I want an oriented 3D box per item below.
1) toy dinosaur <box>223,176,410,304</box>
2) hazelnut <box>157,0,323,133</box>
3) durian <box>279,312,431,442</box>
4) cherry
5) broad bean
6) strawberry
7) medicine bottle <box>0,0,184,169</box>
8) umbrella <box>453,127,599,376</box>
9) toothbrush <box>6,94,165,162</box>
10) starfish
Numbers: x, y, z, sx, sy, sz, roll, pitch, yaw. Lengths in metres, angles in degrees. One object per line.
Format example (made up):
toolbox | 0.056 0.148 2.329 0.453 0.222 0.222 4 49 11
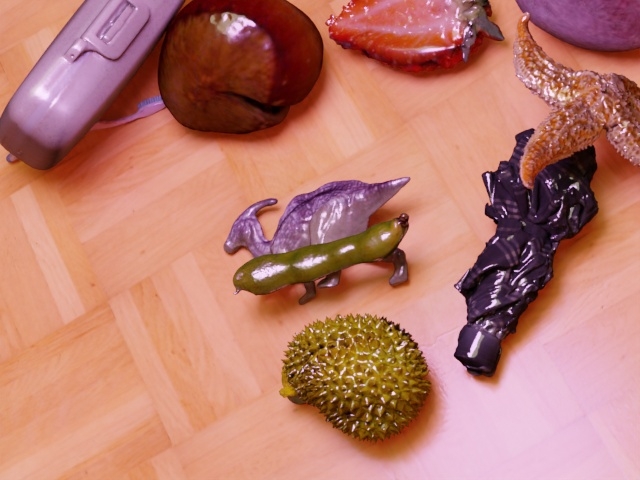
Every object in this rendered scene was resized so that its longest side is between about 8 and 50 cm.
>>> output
toy dinosaur | -0.004 -0.002 1.867 0.294 0.077 0.162 -11 72 15
hazelnut | -0.121 -0.263 1.955 0.251 0.217 0.217 -25 60 33
durian | 0.046 0.164 1.740 0.198 0.146 0.159 28 76 22
cherry | 0.357 -0.364 1.835 0.183 0.213 0.266 -34 84 -14
broad bean | 0.003 0.023 1.787 0.256 0.053 0.052 -18 45 13
strawberry | 0.135 -0.302 1.947 0.228 0.098 0.174 -24 78 20
medicine bottle | -0.322 -0.277 1.982 0.123 0.282 0.375 38 72 -9
umbrella | 0.243 0.003 1.763 0.154 0.128 0.336 32 83 24
toothbrush | -0.361 -0.170 2.083 0.269 0.021 0.027 -19 51 9
starfish | 0.385 -0.142 1.717 0.293 0.084 0.301 18 42 -14
